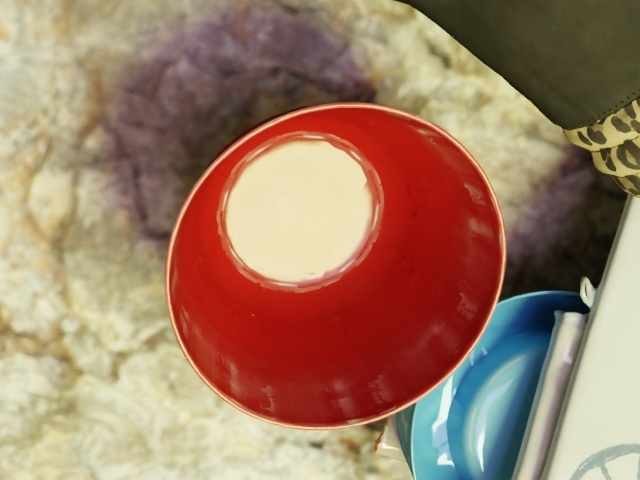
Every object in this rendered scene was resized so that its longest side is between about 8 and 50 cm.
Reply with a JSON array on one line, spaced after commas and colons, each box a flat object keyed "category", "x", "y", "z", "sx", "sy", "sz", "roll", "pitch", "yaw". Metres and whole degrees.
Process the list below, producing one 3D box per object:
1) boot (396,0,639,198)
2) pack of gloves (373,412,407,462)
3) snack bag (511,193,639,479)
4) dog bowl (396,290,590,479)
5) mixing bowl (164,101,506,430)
[{"category": "boot", "x": 0.152, "y": -0.196, "z": 0.580, "sx": 0.284, "sy": 0.138, "sz": 0.377, "roll": 40, "pitch": 130, "yaw": -10}, {"category": "pack of gloves", "x": 0.120, "y": 0.183, "z": 0.882, "sx": 0.232, "sy": 0.046, "sz": 0.195, "roll": 23, "pitch": 89, "yaw": -20}, {"category": "snack bag", "x": 0.275, "y": 0.091, "z": 0.791, "sx": 0.323, "sy": 0.037, "sz": 0.342, "roll": 19, "pitch": 85, "yaw": -17}, {"category": "dog bowl", "x": 0.183, "y": 0.110, "z": 0.826, "sx": 0.297, "sy": 0.074, "sz": 0.166, "roll": 3, "pitch": 96, "yaw": -16}, {"category": "mixing bowl", "x": 0.000, "y": 0.000, "z": 0.738, "sx": 0.181, "sy": 0.098, "sz": 0.181, "roll": -5, "pitch": 112, "yaw": -12}]
